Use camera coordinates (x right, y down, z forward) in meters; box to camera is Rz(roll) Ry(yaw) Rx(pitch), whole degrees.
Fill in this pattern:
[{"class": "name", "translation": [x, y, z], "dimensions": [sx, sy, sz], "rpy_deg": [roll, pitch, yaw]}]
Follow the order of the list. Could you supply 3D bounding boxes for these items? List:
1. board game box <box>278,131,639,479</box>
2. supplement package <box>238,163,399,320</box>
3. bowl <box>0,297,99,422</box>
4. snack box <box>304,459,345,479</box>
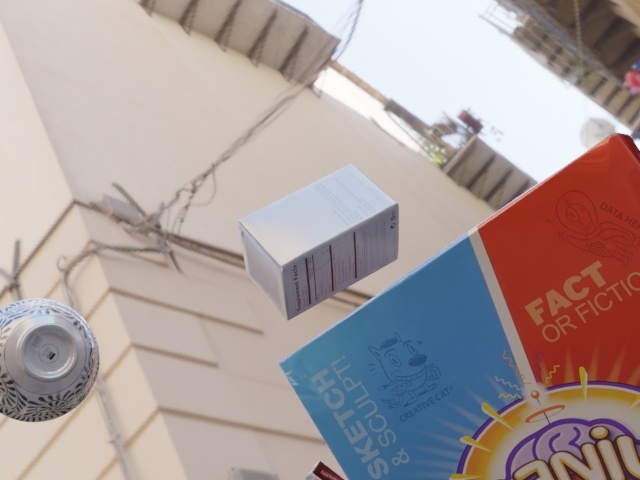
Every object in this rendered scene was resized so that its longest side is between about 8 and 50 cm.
[{"class": "board game box", "translation": [0.156, 0.137, 0.490], "dimensions": [0.242, 0.316, 0.064], "rpy_deg": [-37, -11, 22]}, {"class": "supplement package", "translation": [0.000, 0.000, 1.134], "dimensions": [0.179, 0.105, 0.105], "rpy_deg": [-28, -40, -21]}, {"class": "bowl", "translation": [-0.367, 0.153, 1.171], "dimensions": [0.170, 0.170, 0.080], "rpy_deg": [0, -14, -30]}, {"class": "snack box", "translation": [0.059, 0.348, 1.129], "dimensions": [0.022, 0.178, 0.064], "rpy_deg": [-51, -5, -23]}]
